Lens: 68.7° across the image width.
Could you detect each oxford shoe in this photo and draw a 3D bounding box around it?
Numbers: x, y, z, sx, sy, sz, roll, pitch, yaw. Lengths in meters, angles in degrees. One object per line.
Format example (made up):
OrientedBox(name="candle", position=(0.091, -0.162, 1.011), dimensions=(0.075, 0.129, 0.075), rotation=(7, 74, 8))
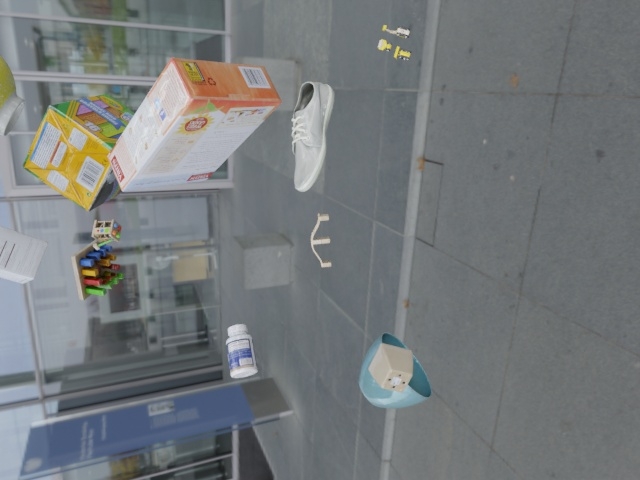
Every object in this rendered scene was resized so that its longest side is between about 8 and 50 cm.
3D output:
OrientedBox(name="oxford shoe", position=(-0.053, -0.399, 1.758), dimensions=(0.169, 0.130, 0.450), rotation=(-8, 68, 51))

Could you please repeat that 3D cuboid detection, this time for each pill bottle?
OrientedBox(name="pill bottle", position=(-0.197, 0.272, 1.158), dimensions=(0.067, 0.067, 0.120), rotation=(122, 139, -55))

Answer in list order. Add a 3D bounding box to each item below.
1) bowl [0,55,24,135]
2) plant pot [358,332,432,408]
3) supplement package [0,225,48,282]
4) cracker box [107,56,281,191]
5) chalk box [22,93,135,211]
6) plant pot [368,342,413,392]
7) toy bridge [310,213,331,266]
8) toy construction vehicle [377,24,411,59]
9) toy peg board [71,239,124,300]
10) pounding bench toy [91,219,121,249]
OrientedBox(name="bowl", position=(-0.896, -0.366, 1.244), dimensions=(0.289, 0.156, 0.290), rotation=(-40, 35, 35))
OrientedBox(name="plant pot", position=(0.263, 0.535, 1.825), dimensions=(0.195, 0.290, 0.290), rotation=(-42, 47, 17))
OrientedBox(name="supplement package", position=(-1.035, 0.032, 1.488), dimensions=(0.139, 0.244, 0.134), rotation=(-14, 59, 43))
OrientedBox(name="cracker box", position=(-0.188, -0.161, 0.683), dimensions=(0.232, 0.155, 0.067), rotation=(-33, 80, 40))
OrientedBox(name="chalk box", position=(-0.529, -0.230, 1.150), dimensions=(0.180, 0.179, 0.289), rotation=(-51, 8, 23))
OrientedBox(name="plant pot", position=(0.220, 0.391, 1.408), dimensions=(0.096, 0.109, 0.109), rotation=(-102, 31, -63))
OrientedBox(name="toy bridge", position=(0.000, 0.000, 1.547), dimensions=(0.026, 0.063, 0.188), rotation=(-107, 12, -68))
OrientedBox(name="toy construction vehicle", position=(0.219, -0.572, 1.355), dimensions=(0.035, 0.098, 0.086), rotation=(-64, -12, -83))
OrientedBox(name="toy peg board", position=(-0.723, 0.093, 1.545), dimensions=(0.161, 0.079, 0.161), rotation=(-69, -16, -64))
OrientedBox(name="pounding bench toy", position=(-0.626, -0.013, 1.376), dimensions=(0.052, 0.065, 0.083), rotation=(79, -169, -69))
